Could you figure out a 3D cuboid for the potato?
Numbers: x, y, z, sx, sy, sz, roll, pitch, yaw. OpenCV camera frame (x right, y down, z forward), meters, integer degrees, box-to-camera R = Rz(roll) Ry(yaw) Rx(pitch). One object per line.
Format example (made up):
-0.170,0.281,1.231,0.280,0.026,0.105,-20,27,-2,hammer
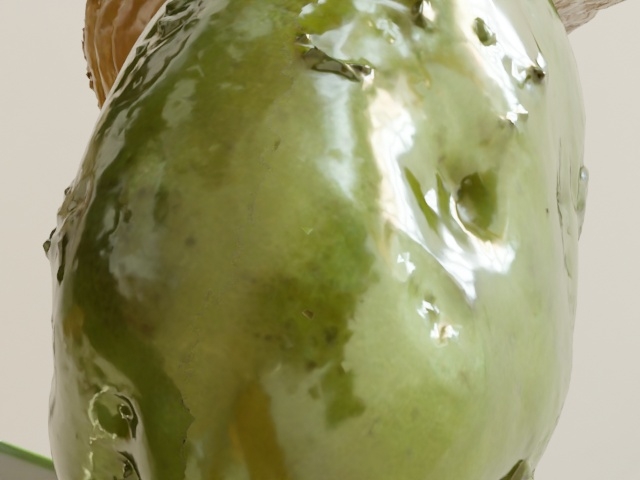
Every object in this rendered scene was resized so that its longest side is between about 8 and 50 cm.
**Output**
0.000,0.000,0.513,0.149,0.186,0.253,-6,-158,17,potato

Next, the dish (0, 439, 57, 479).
-0.158,0.247,1.223,0.324,0.324,0.124,10,-110,39,dish

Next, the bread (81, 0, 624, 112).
0.070,-0.159,0.871,0.328,0.148,0.337,-28,179,29,bread
